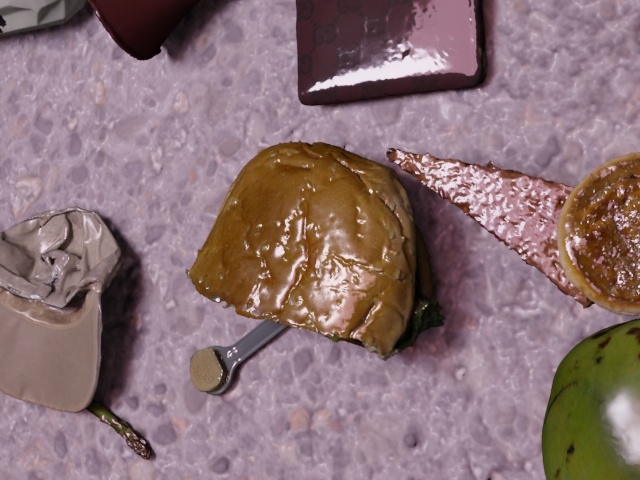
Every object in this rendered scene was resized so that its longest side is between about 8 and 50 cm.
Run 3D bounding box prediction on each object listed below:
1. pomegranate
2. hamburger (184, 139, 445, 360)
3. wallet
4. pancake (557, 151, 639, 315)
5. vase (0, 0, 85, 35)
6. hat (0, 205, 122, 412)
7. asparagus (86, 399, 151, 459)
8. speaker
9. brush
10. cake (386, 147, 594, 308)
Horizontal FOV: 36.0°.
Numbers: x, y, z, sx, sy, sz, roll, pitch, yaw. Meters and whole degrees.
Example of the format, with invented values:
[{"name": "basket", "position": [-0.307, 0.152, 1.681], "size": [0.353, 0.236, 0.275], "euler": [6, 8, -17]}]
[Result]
[{"name": "pomegranate", "position": [0.329, 0.174, 0.867], "size": [0.270, 0.254, 0.254], "euler": [-33, 71, 1]}, {"name": "hamburger", "position": [0.000, 0.000, 1.094], "size": [0.309, 0.132, 0.211], "euler": [20, 89, 33]}, {"name": "wallet", "position": [0.079, -0.252, 1.133], "size": [0.229, 0.049, 0.182], "euler": [-2, 85, 25]}, {"name": "pancake", "position": [0.294, -0.007, 0.897], "size": [0.158, 0.028, 0.158], "euler": [-1, 86, 14]}, {"name": "vase", "position": [-0.494, -0.345, 1.383], "size": [0.360, 0.165, 0.165], "euler": [-11, 81, 30]}, {"name": "hat", "position": [-0.348, 0.089, 1.310], "size": [0.214, 0.149, 0.244], "euler": [11, 119, 20]}, {"name": "asparagus", "position": [-0.311, 0.218, 1.309], "size": [0.248, 0.024, 0.025], "euler": [29, 142, 26]}, {"name": "speaker", "position": [-0.129, -0.397, 1.227], "size": [0.329, 0.198, 0.259], "euler": [-26, 34, 8]}, {"name": "brush", "position": [-0.058, 0.100, 1.185], "size": [0.266, 0.027, 0.062], "euler": [-38, 63, 19]}, {"name": "cake", "position": [0.201, -0.024, 1.007], "size": [0.295, 0.116, 0.112], "euler": [25, 96, 23]}]
